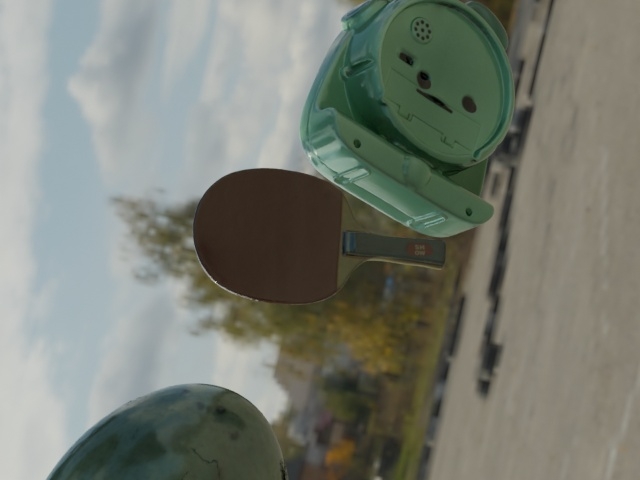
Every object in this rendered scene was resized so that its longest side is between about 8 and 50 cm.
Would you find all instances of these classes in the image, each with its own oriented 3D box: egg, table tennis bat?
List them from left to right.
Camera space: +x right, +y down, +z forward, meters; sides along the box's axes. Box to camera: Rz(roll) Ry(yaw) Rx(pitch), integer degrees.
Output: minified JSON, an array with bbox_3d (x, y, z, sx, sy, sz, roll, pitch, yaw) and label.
[{"bbox_3d":[-0.118,0.208,1.072,0.236,0.169,0.169,-57,-2,8],"label":"egg"},{"bbox_3d":[0.000,0.000,1.645,0.021,0.274,0.154,117,158,-67],"label":"table tennis bat"}]

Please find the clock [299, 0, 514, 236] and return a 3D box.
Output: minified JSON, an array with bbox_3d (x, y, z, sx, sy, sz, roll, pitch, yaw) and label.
[{"bbox_3d":[0.071,-0.109,1.089,0.060,0.148,0.189,-22,47,56],"label":"clock"}]
